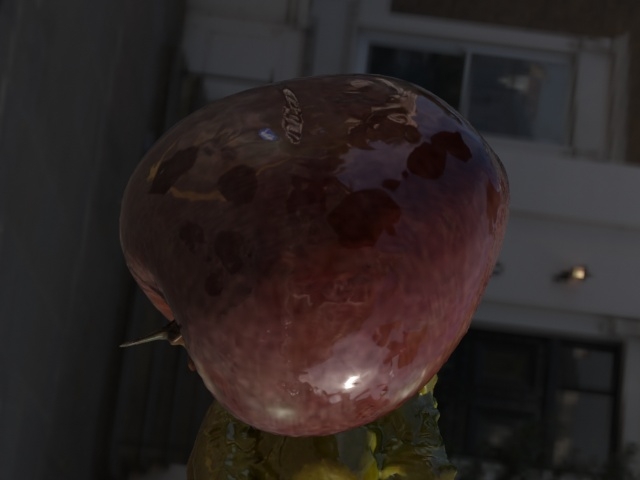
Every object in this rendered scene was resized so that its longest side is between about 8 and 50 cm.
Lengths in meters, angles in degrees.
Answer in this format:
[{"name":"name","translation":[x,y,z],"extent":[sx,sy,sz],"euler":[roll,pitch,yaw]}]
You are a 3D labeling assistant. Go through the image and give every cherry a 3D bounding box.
[{"name":"cherry","translation":[0.000,0.000,0.955],"extent":[0.261,0.307,0.221],"euler":[50,-21,43]}]

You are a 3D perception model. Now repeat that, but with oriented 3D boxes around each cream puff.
[{"name":"cream puff","translation":[-0.012,0.212,1.385],"extent":[0.323,0.274,0.270],"euler":[91,-18,-55]}]
